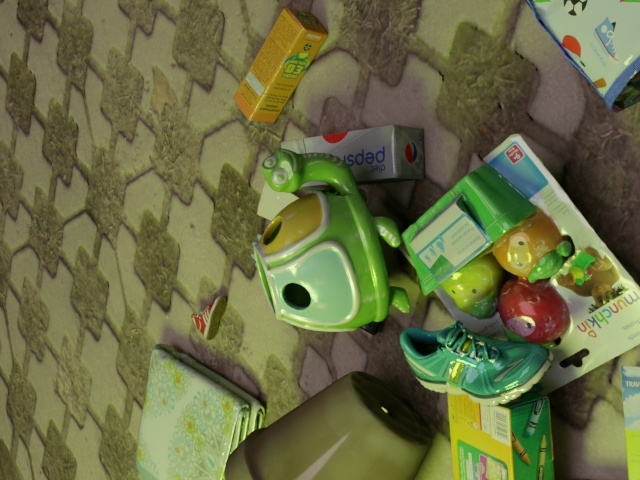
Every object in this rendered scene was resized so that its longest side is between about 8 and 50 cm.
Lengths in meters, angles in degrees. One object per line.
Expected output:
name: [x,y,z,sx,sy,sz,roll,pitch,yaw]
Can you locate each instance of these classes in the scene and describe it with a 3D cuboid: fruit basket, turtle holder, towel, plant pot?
fruit basket: [0.298,0.064,1.302,0.353,0.165,0.327,59,139,12]
turtle holder: [0.006,0.017,1.446,0.320,0.227,0.243,83,167,-48]
towel: [-0.289,0.451,1.939,0.374,0.090,0.320,21,103,41]
plant pot: [0.037,0.396,1.506,0.280,0.323,0.323,-52,57,13]

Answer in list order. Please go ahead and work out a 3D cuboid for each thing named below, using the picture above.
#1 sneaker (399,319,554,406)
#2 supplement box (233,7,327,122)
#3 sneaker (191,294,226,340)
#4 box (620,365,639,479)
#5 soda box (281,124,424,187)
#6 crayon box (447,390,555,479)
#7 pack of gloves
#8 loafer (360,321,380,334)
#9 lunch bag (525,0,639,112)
sneaker: [0.227,0.181,1.290,0.275,0.107,0.110,-7,124,50]
supplement box: [-0.084,-0.354,1.713,0.080,0.078,0.233,52,125,29]
sneaker: [-0.257,0.164,1.923,0.067,0.042,0.118,38,119,32]
box: [0.497,0.269,1.212,0.109,0.042,0.178,-6,88,43]
soda box: [0.055,-0.152,1.580,0.286,0.091,0.098,-1,90,43]
crayon box: [0.287,0.368,1.332,0.165,0.081,0.278,10,108,64]
pack of gloves: [-0.036,0.004,1.719,0.232,0.046,0.195,27,111,28]
loafer: [0.054,0.120,1.623,0.170,0.062,0.061,28,83,31]
lunch bag: [0.450,-0.406,1.101,0.385,0.239,0.328,-41,66,29]
